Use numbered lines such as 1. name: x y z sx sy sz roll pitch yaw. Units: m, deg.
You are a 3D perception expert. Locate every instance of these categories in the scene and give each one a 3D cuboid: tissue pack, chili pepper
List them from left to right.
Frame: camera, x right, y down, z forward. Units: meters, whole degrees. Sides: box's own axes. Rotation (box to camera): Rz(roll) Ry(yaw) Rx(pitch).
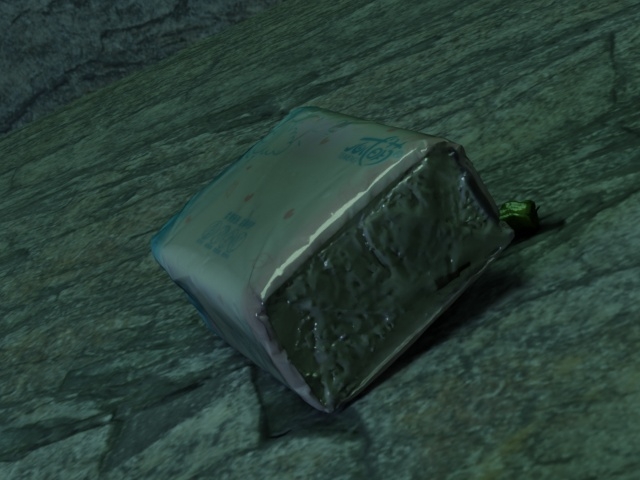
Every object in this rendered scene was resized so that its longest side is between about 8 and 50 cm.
1. tissue pack: -0.002 0.002 1.188 0.201 0.124 0.271 -45 23 -10
2. chili pepper: 0.129 -0.010 1.209 0.091 0.030 0.034 -23 44 18
